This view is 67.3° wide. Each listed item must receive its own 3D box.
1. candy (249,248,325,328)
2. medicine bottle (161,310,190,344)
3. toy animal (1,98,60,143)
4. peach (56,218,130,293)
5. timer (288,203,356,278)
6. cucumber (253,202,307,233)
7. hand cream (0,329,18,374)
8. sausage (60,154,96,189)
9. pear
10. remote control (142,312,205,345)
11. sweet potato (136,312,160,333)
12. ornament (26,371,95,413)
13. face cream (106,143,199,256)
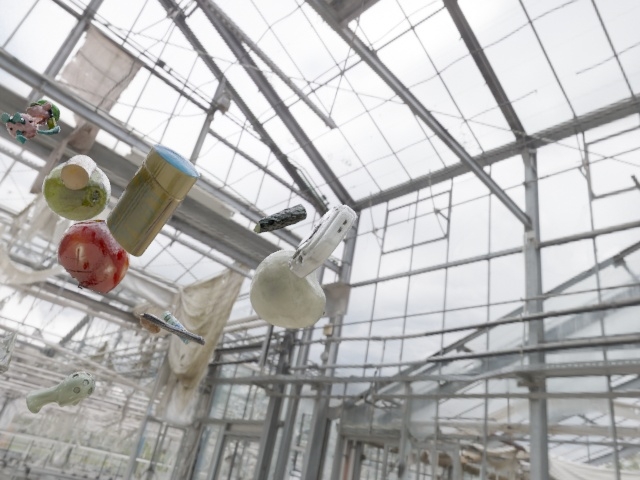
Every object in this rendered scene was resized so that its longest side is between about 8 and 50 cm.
[{"bbox_3d":[-0.186,0.248,2.313,0.427,0.386,0.186,-21,-8,38],"label":"candy"},{"bbox_3d":[-0.692,0.422,2.321,0.191,0.051,0.051,40,-23,17],"label":"medicine bottle"},{"bbox_3d":[-0.756,-0.311,1.273,0.103,0.208,0.100,28,-73,-15],"label":"toy animal"},{"bbox_3d":[-0.689,0.052,1.465,0.196,0.226,0.190,-11,9,-31],"label":"peach"},{"bbox_3d":[0.001,0.000,1.544,0.087,0.237,0.262,40,-30,-5],"label":"timer"},{"bbox_3d":[-0.142,-0.066,1.728,0.062,0.211,0.078,55,-41,8],"label":"cucumber"},{"bbox_3d":[-0.977,0.348,1.494,0.057,0.165,0.037,-30,-51,3],"label":"hand cream"},{"bbox_3d":[-0.573,-0.170,1.150,0.066,0.065,0.301,28,1,-27],"label":"sausage"},{"bbox_3d":[-0.833,-0.169,1.653,0.269,0.212,0.212,18,-21,34],"label":"pear"},{"bbox_3d":[-0.458,0.277,1.503,0.212,0.028,0.059,23,-15,8],"label":"remote control"},{"bbox_3d":[-0.657,0.311,1.830,0.056,0.056,0.195,7,-25,9],"label":"sweet potato"},{"bbox_3d":[-0.657,0.390,1.232,0.156,0.081,0.075,-17,-2,-6],"label":"ornament"},{"bbox_3d":[-0.401,-0.099,1.135,0.139,0.067,0.285,50,-63,11],"label":"face cream"}]
